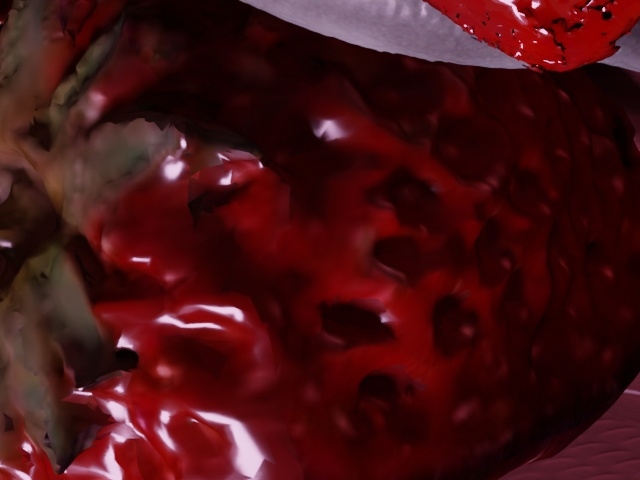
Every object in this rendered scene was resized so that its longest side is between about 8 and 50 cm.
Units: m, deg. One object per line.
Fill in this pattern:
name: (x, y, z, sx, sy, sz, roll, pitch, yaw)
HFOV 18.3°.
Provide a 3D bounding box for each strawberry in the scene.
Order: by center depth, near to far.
strawberry: (0.000, 0.000, 0.916, 0.345, 0.317, 0.295, 6, 146, -40)

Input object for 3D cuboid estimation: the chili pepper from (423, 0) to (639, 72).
chili pepper: (0.000, -0.135, 0.557, 0.388, 0.110, 0.110, 24, 172, -9)

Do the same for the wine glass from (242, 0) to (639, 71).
wine glass: (0.060, -0.005, 0.707, 0.310, 0.264, 0.096, 23, -179, -8)
